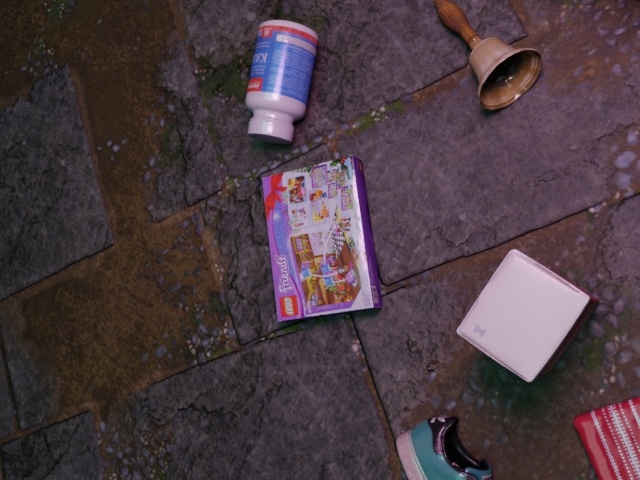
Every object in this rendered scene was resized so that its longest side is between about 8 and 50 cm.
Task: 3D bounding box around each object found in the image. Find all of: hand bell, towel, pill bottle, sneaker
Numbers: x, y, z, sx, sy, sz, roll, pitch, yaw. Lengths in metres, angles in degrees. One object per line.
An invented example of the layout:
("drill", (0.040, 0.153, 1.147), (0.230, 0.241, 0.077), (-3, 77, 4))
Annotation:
("hand bell", (0.270, -0.359, 1.165), (0.126, 0.126, 0.242), (-40, 58, 16))
("towel", (0.544, 0.321, 0.973), (0.275, 0.031, 0.199), (-27, 71, 26))
("pill bottle", (-0.081, -0.310, 1.299), (0.124, 0.124, 0.221), (9, 88, 26))
("sneaker", (0.244, 0.437, 1.075), (0.121, 0.108, 0.302), (-36, 69, 22))

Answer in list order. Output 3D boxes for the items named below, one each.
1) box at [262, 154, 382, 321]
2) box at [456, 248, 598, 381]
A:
("box", (0.000, 0.000, 1.264), (0.201, 0.057, 0.293), (-11, 80, 23))
("box", (0.326, 0.115, 1.001), (0.127, 0.232, 0.148), (36, 100, 25))
